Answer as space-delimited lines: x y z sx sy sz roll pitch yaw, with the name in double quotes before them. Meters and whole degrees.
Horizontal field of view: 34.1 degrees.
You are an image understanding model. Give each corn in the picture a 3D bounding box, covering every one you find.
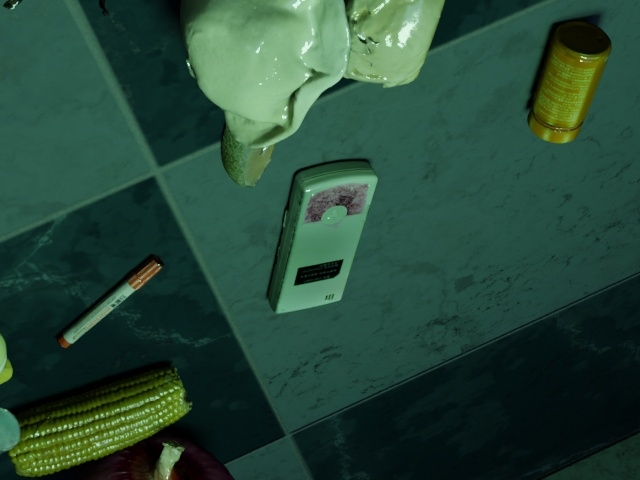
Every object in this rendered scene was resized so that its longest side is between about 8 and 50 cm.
"corn" -0.408 0.333 1.927 0.344 0.131 0.131 -19 144 -13

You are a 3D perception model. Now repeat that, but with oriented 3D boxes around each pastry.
"pastry" 0.089 -0.318 1.328 0.133 0.265 0.265 10 137 -6

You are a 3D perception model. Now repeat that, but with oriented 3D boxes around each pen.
"pen" -0.354 0.105 1.755 0.239 0.028 0.028 -38 143 17

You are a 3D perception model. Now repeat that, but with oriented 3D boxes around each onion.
"onion" -0.307 0.517 2.038 0.358 0.358 0.345 27 101 -49

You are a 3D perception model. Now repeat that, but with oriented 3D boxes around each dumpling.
"dumpling" -0.060 -0.267 1.295 0.242 0.187 0.318 6 133 27

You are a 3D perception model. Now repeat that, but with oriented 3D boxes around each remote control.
"remote control" 0.000 -0.001 1.832 0.145 0.050 0.344 -10 141 -23

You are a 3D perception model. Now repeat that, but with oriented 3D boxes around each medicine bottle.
"medicine bottle" 0.410 -0.261 1.730 0.096 0.096 0.192 -15 144 -17

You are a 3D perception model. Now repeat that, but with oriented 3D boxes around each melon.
"melon" -0.108 -0.139 1.603 0.098 0.054 0.182 -17 147 -41

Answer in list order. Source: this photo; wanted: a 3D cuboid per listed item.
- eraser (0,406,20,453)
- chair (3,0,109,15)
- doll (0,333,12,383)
"eraser" -0.618 0.329 1.664 0.227 0.081 0.174 -28 152 27
"chair" -0.266 -0.367 1.167 0.213 0.149 0.174 -61 152 -27
"doll" -0.577 0.142 1.598 0.141 0.117 0.296 -19 131 0
